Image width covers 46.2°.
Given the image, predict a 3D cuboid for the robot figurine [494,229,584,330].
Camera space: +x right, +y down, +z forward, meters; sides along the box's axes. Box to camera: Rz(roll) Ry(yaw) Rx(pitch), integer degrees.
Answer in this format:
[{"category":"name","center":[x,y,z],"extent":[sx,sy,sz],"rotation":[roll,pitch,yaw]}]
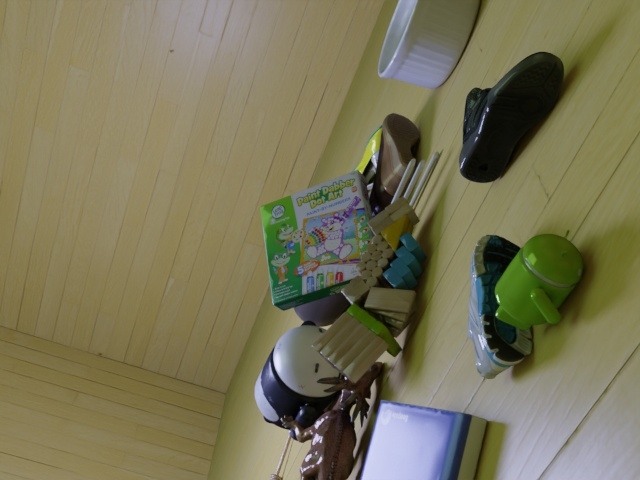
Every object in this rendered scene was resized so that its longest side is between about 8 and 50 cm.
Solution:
[{"category":"robot figurine","center":[0.227,0.041,0.783],"extent":[0.115,0.067,0.101],"rotation":[-65,-2,36]}]

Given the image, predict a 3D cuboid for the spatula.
[{"category":"spatula","center":[0.155,-0.064,1.464],"extent":[0.168,0.019,0.242],"rotation":[-23,-39,-57]}]

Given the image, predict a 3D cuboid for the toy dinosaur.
[{"category":"toy dinosaur","center":[0.024,0.347,1.290],"extent":[0.200,0.127,0.295],"rotation":[-55,22,39]}]

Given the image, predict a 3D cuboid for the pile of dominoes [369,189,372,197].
[{"category":"pile of dominoes","center":[0.126,-0.104,1.981],"extent":[0.196,0.040,0.251],"rotation":[139,142,-67]}]

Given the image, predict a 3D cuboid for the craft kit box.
[{"category":"craft kit box","center":[0.000,0.000,1.629],"extent":[0.061,0.250,0.246],"rotation":[41,-146,-54]}]

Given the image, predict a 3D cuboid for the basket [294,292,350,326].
[{"category":"basket","center":[0.015,0.094,1.779],"extent":[0.154,0.204,0.226],"rotation":[-32,-26,-31]}]

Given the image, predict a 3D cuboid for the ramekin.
[{"category":"ramekin","center":[0.237,-0.467,1.635],"extent":[0.277,0.135,0.277],"rotation":[-161,90,-83]}]

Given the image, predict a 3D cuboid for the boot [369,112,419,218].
[{"category":"boot","center":[0.144,-0.153,1.696],"extent":[0.248,0.090,0.206],"rotation":[-86,19,-50]}]

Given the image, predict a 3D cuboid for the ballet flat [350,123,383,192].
[{"category":"ballet flat","center":[0.137,-0.187,1.828],"extent":[0.231,0.077,0.077],"rotation":[-57,46,52]}]

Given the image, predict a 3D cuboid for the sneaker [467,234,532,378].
[{"category":"sneaker","center":[0.200,0.077,0.891],"extent":[0.083,0.072,0.190],"rotation":[109,175,-50]}]

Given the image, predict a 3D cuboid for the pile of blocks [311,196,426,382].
[{"category":"pile of blocks","center":[0.123,0.099,1.323],"extent":[0.112,0.149,0.362],"rotation":[53,-127,-45]}]

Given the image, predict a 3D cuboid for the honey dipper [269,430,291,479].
[{"category":"honey dipper","center":[-0.097,0.562,1.928],"extent":[0.030,0.031,0.160],"rotation":[138,154,-74]}]

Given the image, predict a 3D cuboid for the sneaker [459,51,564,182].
[{"category":"sneaker","center":[0.258,-0.197,1.051],"extent":[0.227,0.087,0.130],"rotation":[111,167,-54]}]

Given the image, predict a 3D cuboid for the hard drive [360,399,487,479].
[{"category":"hard drive","center":[0.094,0.361,0.915],"extent":[0.210,0.040,0.318],"rotation":[-17,54,66]}]

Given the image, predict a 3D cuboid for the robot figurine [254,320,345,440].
[{"category":"robot figurine","center":[-0.041,0.304,1.636],"extent":[0.174,0.209,0.278],"rotation":[-23,-28,-37]}]
